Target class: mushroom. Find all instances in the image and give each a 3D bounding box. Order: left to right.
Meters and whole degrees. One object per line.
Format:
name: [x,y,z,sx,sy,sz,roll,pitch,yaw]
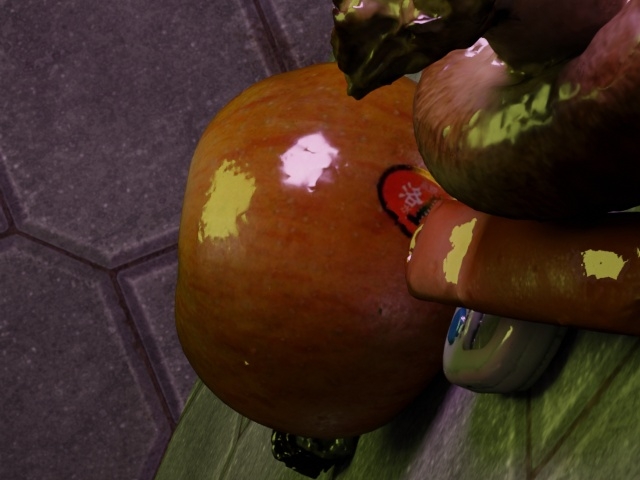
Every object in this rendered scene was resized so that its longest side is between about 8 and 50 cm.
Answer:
mushroom: [0.174,-0.169,1.329,0.331,0.356,0.334,-51,17,53]

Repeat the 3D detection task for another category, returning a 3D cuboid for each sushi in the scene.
sushi: [-0.005,0.224,2.113,0.084,0.094,0.098,127,158,-61]

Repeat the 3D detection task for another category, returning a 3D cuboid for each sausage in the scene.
sausage: [0.178,0.021,1.448,0.348,0.094,0.097,7,77,62]

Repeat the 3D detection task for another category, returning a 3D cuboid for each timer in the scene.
timer: [0.185,0.041,1.621,0.208,0.069,0.191,-67,10,-11]

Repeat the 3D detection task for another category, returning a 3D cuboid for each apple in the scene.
apple: [0.000,0.000,1.909,0.400,0.333,0.400,-61,11,21]
